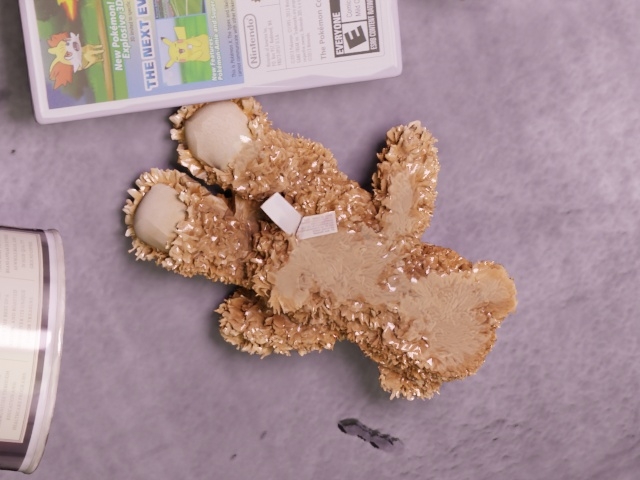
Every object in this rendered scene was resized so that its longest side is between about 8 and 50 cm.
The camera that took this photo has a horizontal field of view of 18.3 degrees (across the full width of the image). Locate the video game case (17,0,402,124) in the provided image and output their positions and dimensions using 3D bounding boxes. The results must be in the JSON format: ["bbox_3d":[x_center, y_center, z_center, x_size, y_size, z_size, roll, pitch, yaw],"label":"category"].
[{"bbox_3d":[-0.096,-0.270,1.548,0.299,0.036,0.329,-8,107,-9],"label":"video game case"}]

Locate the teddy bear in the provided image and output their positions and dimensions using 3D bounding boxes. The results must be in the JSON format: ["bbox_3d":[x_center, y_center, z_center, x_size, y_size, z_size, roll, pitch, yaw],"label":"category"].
[{"bbox_3d":[0.000,0.000,1.687,0.338,0.113,0.245,12,103,-10],"label":"teddy bear"}]

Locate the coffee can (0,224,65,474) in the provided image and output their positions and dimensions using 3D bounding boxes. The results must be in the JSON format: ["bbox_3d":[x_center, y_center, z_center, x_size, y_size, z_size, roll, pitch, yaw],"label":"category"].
[{"bbox_3d":[-0.354,0.074,1.570,0.275,0.201,0.202,7,112,-16],"label":"coffee can"}]
